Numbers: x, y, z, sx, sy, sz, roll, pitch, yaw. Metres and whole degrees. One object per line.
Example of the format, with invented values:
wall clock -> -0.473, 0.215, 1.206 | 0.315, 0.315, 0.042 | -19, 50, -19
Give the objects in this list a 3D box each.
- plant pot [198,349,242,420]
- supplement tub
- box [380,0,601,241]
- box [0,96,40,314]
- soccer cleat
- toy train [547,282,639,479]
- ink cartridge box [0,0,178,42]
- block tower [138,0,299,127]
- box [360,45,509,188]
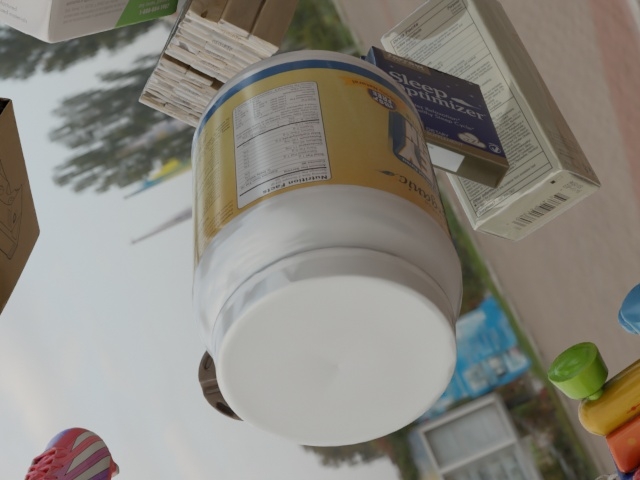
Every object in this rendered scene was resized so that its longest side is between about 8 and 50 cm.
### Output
plant pot -> -0.092, 0.167, 1.689 | 0.167, 0.167, 0.165 | 66, -163, -9
supplement tub -> 0.000, 0.000, 0.673 | 0.199, 0.144, 0.144 | -98, -14, -50
box -> 0.216, -0.170, 1.552 | 0.121, 0.148, 0.311 | 14, -132, -53
box -> -0.363, -0.034, 1.339 | 0.164, 0.021, 0.201 | -76, -12, -48
soccer cleat -> -0.231, 0.227, 1.032 | 0.095, 0.083, 0.248 | 38, -166, -24
toy train -> 0.238, 0.146, 0.993 | 0.143, 0.248, 0.105 | 47, -163, -17
ink cartridge box -> -0.202, -0.378, 1.096 | 0.207, 0.119, 0.353 | -31, -37, -56
block tower -> -0.107, -0.206, 1.234 | 0.091, 0.097, 0.335 | 26, 164, -12
box -> 0.117, -0.144, 1.288 | 0.225, 0.136, 0.036 | -98, 29, -57
